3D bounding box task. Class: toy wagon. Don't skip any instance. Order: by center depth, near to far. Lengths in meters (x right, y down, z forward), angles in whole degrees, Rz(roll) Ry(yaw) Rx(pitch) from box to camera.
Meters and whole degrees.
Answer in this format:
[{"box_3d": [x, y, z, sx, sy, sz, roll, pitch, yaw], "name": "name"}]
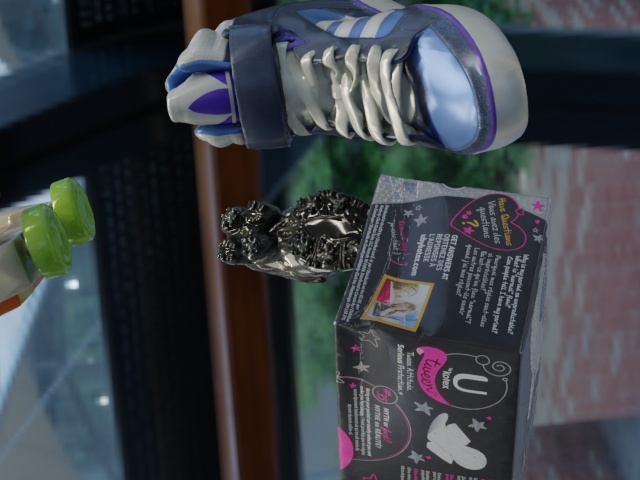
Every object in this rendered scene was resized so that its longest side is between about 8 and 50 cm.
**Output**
[{"box_3d": [-0.315, 0.024, 1.349, 0.344, 0.267, 0.068, -81, -28, -78], "name": "toy wagon"}]

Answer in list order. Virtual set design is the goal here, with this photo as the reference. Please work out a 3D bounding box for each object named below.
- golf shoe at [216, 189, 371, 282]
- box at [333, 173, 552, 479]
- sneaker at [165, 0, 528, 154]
[{"box_3d": [0.000, 0.000, 1.551, 0.094, 0.198, 0.077, 27, -107, -48], "name": "golf shoe"}, {"box_3d": [0.099, 0.094, 1.289, 0.247, 0.142, 0.163, 88, -165, -47], "name": "box"}, {"box_3d": [-0.002, -0.119, 1.385, 0.323, 0.236, 0.130, 34, 139, 58], "name": "sneaker"}]
